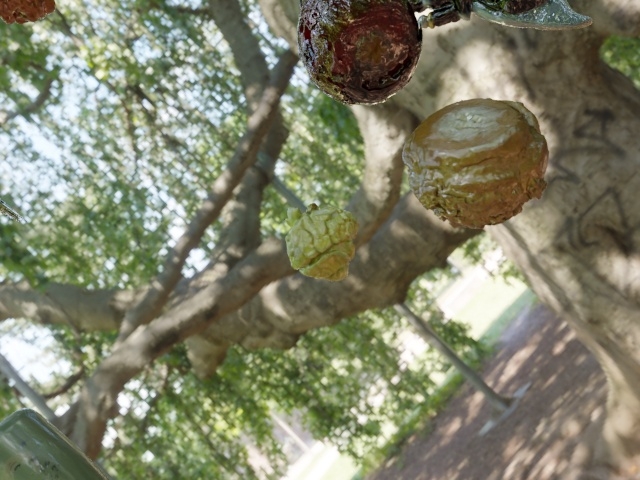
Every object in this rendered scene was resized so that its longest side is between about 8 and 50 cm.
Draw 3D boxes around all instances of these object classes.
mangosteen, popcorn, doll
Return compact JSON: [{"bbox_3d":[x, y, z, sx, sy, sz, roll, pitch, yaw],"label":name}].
[{"bbox_3d":[0.047,-0.263,0.991,0.166,0.166,0.180,-51,28,27],"label":"mangosteen"},{"bbox_3d":[0.000,0.000,1.400,0.141,0.162,0.135,-30,-3,36],"label":"popcorn"},{"bbox_3d":[0.259,-0.379,1.158,0.103,0.316,0.146,65,-149,-56],"label":"doll"}]

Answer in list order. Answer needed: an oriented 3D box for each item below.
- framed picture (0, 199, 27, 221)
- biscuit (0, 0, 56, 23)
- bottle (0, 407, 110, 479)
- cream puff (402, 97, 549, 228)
[{"bbox_3d":[-0.550,-0.115,1.145,0.014,0.252,0.197,-50,8,-11],"label":"framed picture"},{"bbox_3d":[-0.694,-0.548,1.529,0.318,0.312,0.110,6,-48,-49],"label":"biscuit"},{"bbox_3d":[-0.387,0.427,1.199,0.168,0.347,0.168,-50,-3,-4],"label":"bottle"},{"bbox_3d":[0.164,-0.076,0.809,0.165,0.150,0.115,-51,-47,-42],"label":"cream puff"}]
